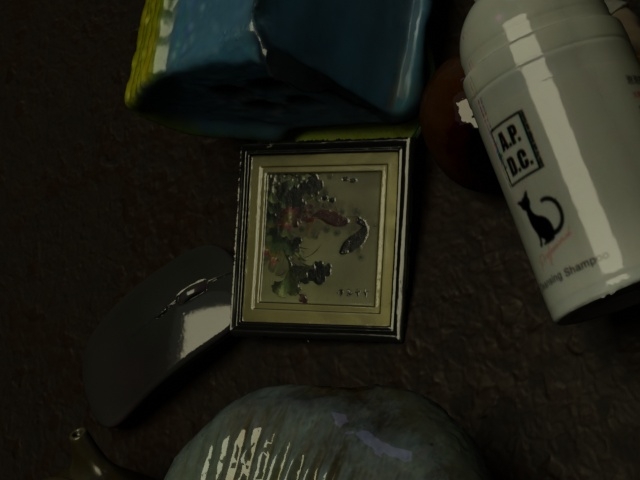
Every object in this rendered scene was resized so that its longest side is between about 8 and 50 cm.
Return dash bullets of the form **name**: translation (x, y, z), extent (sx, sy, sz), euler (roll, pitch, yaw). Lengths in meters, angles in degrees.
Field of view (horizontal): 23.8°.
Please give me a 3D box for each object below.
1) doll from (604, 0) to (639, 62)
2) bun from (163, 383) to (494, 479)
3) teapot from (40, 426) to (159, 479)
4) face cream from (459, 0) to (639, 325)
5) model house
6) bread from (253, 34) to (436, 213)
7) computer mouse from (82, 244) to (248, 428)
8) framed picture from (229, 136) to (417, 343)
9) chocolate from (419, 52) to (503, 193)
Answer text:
- **doll**: translation (0.263, -0.174, 1.332), extent (0.084, 0.073, 0.127), euler (-16, 63, -4)
- **bun**: translation (0.015, 0.285, 1.249), extent (0.361, 0.211, 0.362), euler (-13, 68, 35)
- **teapot**: translation (-0.239, 0.318, 1.469), extent (0.185, 0.175, 0.268), euler (-2, 72, 41)
- **face cream**: translation (0.190, -0.125, 1.246), extent (0.145, 0.145, 0.370), euler (-28, 75, 28)
- **model house**: translation (-0.068, -0.228, 1.480), extent (0.303, 0.215, 0.237), euler (-3, 72, 42)
- **bread**: translation (0.026, -0.134, 1.525), extent (0.228, 0.033, 0.229), euler (-16, 64, 35)
- **computer mouse**: translation (-0.169, 0.099, 1.574), extent (0.232, 0.057, 0.120), euler (-39, 53, 22)
- **framed picture**: translation (0.000, 0.000, 1.471), extent (0.195, 0.010, 0.200), euler (0, 84, 30)
- **chocolate**: translation (0.146, -0.114, 1.387), extent (0.124, 0.127, 0.133), euler (-34, 34, -14)
